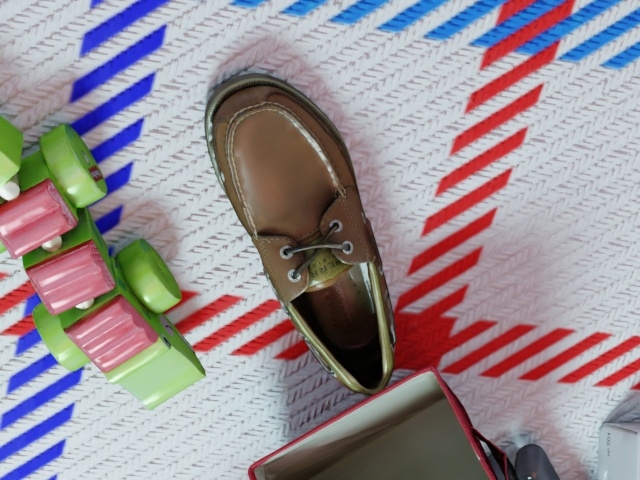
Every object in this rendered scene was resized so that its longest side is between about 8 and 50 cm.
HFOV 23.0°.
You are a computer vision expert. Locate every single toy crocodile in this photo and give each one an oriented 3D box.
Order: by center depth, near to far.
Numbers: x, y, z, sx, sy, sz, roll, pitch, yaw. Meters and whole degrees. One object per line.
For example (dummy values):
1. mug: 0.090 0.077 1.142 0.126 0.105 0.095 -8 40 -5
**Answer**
1. toy crocodile: -0.200 0.021 1.272 0.115 0.105 0.340 -28 126 3

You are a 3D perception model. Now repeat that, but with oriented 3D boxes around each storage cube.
1. storage cube: 0.076 0.248 1.408 0.215 0.184 0.193 -29 161 3

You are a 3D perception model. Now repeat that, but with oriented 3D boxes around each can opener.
1. can opener: 0.251 0.309 1.620 0.076 0.095 0.283 -19 118 22

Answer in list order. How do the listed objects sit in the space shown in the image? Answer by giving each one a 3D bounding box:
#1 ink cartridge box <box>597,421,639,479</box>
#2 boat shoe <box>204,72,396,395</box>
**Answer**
1. ink cartridge box: 0.380 0.254 1.573 0.190 0.082 0.140 1 90 -19
2. boat shoe: 0.000 0.000 1.316 0.110 0.104 0.307 -27 125 2
